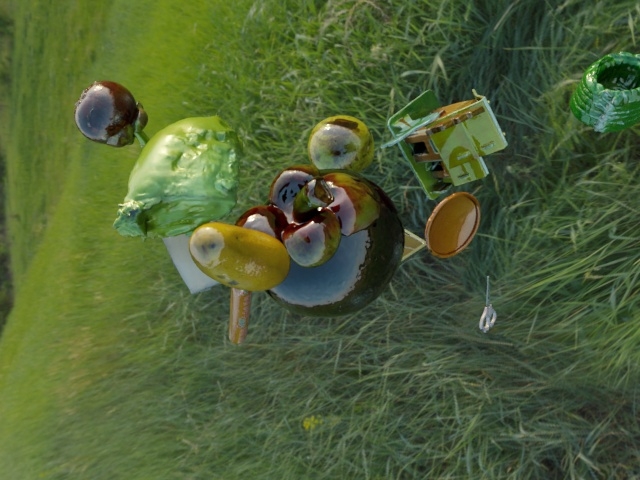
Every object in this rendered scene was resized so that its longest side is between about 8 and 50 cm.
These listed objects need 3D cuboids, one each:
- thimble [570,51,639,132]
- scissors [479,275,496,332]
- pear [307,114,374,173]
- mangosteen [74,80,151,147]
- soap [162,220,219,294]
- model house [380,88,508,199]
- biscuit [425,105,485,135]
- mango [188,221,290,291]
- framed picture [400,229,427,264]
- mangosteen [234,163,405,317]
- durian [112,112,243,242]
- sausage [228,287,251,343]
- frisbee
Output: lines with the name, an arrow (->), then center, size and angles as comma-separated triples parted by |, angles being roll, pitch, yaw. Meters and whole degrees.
thimble -> 0.495, -0.249, 0.821 | 0.118, 0.130, 0.090 | 33, 155, 22
scissors -> 0.551, 0.206, 1.602 | 0.015, 0.100, 0.189 | 8, 109, 46
pear -> 0.086, -0.386, 2.025 | 0.283, 0.283, 0.284 | 6, 100, 40
mangosteen -> -0.469, -0.286, 1.130 | 0.145, 0.181, 0.156 | -29, 38, 62
soap -> -0.335, 0.039, 1.399 | 0.258, 0.158, 0.302 | 59, 169, 7
model house -> 0.362, -0.254, 1.397 | 0.301, 0.340, 0.323 | 57, 162, -17
biscuit -> 0.288, -0.259, 1.048 | 0.129, 0.119, 0.019 | -22, 98, 10
mango -> -0.127, 0.026, 0.755 | 0.115, 0.177, 0.090 | -26, 59, 40
framed picture -> 0.147, -0.017, 1.546 | 0.324, 0.240, 0.021 | 34, 135, 32
mangosteen -> 0.000, 0.000, 1.149 | 0.381, 0.435, 0.383 | -2, 82, 18
durian -> -0.307, -0.142, 1.121 | 0.205, 0.255, 0.340 | 91, -179, -61
sausage -> -0.214, 0.193, 1.289 | 0.053, 0.053, 0.348 | 51, 150, 24
frisbee -> 0.356, -0.044, 1.327 | 0.035, 0.191, 0.192 | 42, 122, 52
